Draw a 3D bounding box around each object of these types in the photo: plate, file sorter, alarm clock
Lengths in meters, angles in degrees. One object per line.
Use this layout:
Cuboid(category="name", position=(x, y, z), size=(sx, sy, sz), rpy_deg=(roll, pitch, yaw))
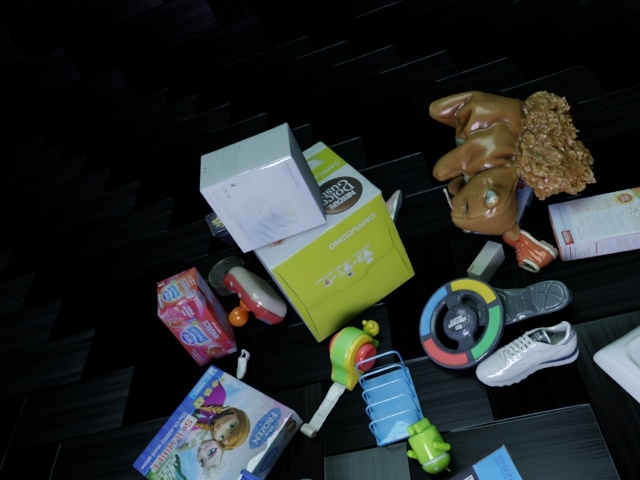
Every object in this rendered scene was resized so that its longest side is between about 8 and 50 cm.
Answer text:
Cuboid(category="plate", position=(0.760, 0.249, 1.173), size=(0.277, 0.045, 0.278), rpy_deg=(-32, 41, -3))
Cuboid(category="file sorter", position=(0.158, 0.359, 1.335), size=(0.118, 0.105, 0.170), rpy_deg=(-20, 42, 7))
Cuboid(category="alarm clock", position=(-0.313, 0.117, 1.861), size=(0.191, 0.064, 0.129), rpy_deg=(-20, 42, 13))

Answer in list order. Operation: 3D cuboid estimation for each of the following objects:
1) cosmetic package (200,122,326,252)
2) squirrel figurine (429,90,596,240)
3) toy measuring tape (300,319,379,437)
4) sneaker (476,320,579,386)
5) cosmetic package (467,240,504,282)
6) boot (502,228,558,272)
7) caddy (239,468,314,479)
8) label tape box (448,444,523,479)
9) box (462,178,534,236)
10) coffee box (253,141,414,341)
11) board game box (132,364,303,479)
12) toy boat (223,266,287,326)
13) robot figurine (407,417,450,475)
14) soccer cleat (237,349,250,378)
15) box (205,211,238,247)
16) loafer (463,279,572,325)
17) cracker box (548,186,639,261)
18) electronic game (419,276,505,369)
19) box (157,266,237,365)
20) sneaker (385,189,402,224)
Cuboid(category="cosmetic package", position=(-0.131, -0.119, 1.366), size=(0.224, 0.224, 0.138), rpy_deg=(-21, 44, 9))
Cuboid(category="squirrel figurine", position=(0.493, -0.195, 1.512), size=(0.396, 0.281, 0.371), rpy_deg=(-11, 48, 27))
Cuboid(category="toy measuring tape", position=(0.044, 0.321, 1.426), size=(0.121, 0.121, 0.330), rpy_deg=(18, 59, 39))
Cuboid(category="sneaker", position=(0.456, 0.248, 1.297), size=(0.235, 0.095, 0.090), rpy_deg=(-25, 44, 7))
Cuboid(category="cosmetic package", position=(0.435, 0.063, 1.519), size=(0.041, 0.060, 0.115), rpy_deg=(20, 58, 41))
Cuboid(category="boot", position=(0.528, 0.025, 1.511), size=(0.084, 0.059, 0.158), rpy_deg=(-44, 45, -11))
Cuboid(category="caddy", position=(-0.054, 0.548, 1.115), size=(0.179, 0.241, 0.341), rpy_deg=(-58, 15, -23))
Cuboid(category="label tape box", position=(0.261, 0.559, 1.008), size=(0.333, 0.106, 0.241), rpy_deg=(-40, 39, 15))
Cuboid(category="box", position=(0.518, -0.113, 1.661), size=(0.159, 0.044, 0.233), rpy_deg=(8, 53, 34))
Cuboid(category="coffee box", position=(0.000, 0.000, 1.599), size=(0.337, 0.338, 0.334), rpy_deg=(-35, 43, -7))
Cuboid(category="board game box", position=(-0.257, 0.504, 1.436), size=(0.317, 0.066, 0.319), rpy_deg=(16, 57, 38))
Cuboid(category="toy boat", position=(-0.213, 0.184, 1.690), size=(0.151, 0.151, 0.231), rpy_deg=(-51, 43, 3))
Cuboid(category="robot figurine", position=(0.231, 0.439, 1.226), size=(0.067, 0.101, 0.115), rpy_deg=(-13, 68, -41))
Cuboid(category="soccer cleat", position=(-0.217, 0.342, 1.600), size=(0.029, 0.036, 0.083), rpy_deg=(-5, 46, 23))
Cuboid(category="box", position=(-0.188, -0.086, 1.843), size=(0.295, 0.293, 0.073), rpy_deg=(-26, 80, 0))
Cuboid(category="loafer", position=(0.471, 0.159, 1.399), size=(0.267, 0.084, 0.096), rpy_deg=(-14, 68, 35))
Cuboid(category="cracker box", position=(0.715, -0.041, 1.469), size=(0.232, 0.067, 0.156), rpy_deg=(-11, 43, 17))
Cuboid(category="electronic game", position=(0.337, 0.197, 1.393), size=(0.229, 0.048, 0.229), rpy_deg=(-26, 49, 34))
Cuboid(category="box", position=(-0.344, 0.217, 1.625), size=(0.122, 0.257, 0.128), rpy_deg=(-23, 42, 2))
Cuboid(category="sneaker", position=(0.211, -0.106, 1.810), size=(0.070, 0.051, 0.134), rpy_deg=(4, 54, 24))
